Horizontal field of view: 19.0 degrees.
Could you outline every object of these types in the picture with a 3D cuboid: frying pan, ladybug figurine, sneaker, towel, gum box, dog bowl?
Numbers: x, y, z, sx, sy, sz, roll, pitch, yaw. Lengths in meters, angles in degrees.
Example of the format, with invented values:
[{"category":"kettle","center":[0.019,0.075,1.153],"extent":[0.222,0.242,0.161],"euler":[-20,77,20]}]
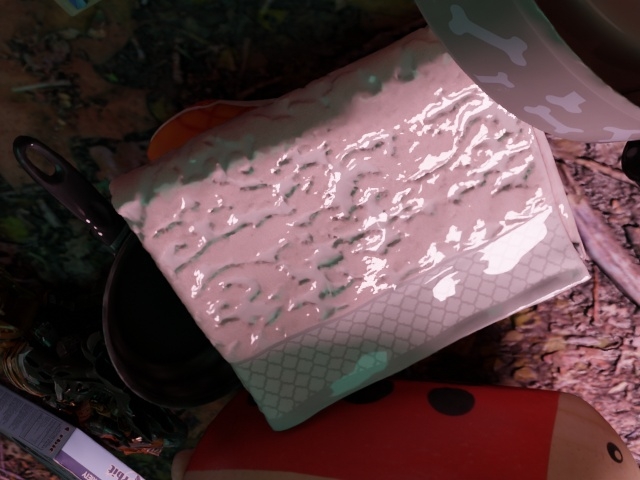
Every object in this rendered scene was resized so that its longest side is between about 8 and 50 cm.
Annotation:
[{"category":"frying pan","center":[-0.160,0.037,1.629],"extent":[0.326,0.197,0.053],"euler":[15,-178,-41]},{"category":"ladybug figurine","center":[0.084,0.208,1.764],"extent":[0.449,0.161,0.305],"euler":[4,178,5]},{"category":"sneaker","center":[-0.066,-0.080,1.585],"extent":[0.175,0.067,0.064],"euler":[-9,137,20]},{"category":"towel","center":[0.038,-0.008,1.576],"extent":[0.332,0.053,0.317],"euler":[-26,131,4]},{"category":"gum box","center":[-0.242,0.216,1.885],"extent":[0.157,0.041,0.184],"euler":[44,165,-33]},{"category":"dog bowl","center":[0.174,-0.219,1.202],"extent":[0.349,0.348,0.102],"euler":[36,144,-28]}]

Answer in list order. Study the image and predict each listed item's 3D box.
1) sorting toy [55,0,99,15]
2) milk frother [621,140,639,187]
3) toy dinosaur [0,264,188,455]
[{"category":"sorting toy","center":[-0.202,-0.213,1.498],"extent":[0.062,0.012,0.083],"euler":[-22,130,30]},{"category":"milk frother","center":[0.330,-0.029,1.521],"extent":[0.129,0.143,0.135],"euler":[-29,125,25]},{"category":"toy dinosaur","center":[-0.226,0.109,1.770],"extent":[0.218,0.164,0.322],"euler":[-7,160,39]}]
